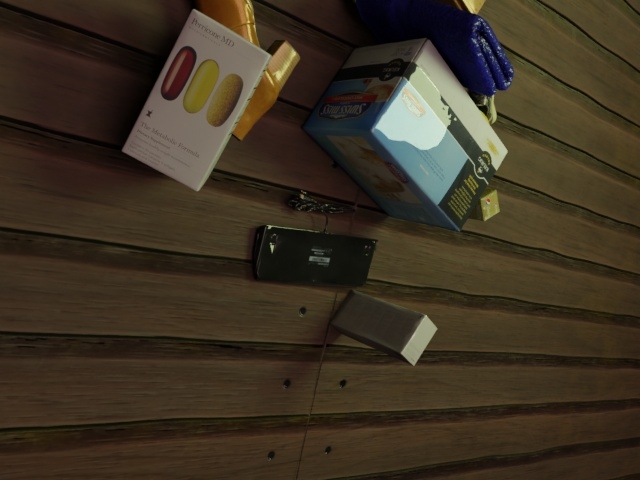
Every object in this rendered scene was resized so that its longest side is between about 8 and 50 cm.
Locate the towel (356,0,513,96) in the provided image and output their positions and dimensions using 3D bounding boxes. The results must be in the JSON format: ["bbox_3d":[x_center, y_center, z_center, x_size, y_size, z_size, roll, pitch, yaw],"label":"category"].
[{"bbox_3d":[0.221,-0.398,1.199,0.228,0.308,0.076,28,96,-51],"label":"towel"}]

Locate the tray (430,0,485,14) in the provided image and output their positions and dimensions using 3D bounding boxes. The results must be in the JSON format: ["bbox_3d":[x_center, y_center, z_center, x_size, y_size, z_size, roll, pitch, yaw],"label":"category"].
[{"bbox_3d":[0.141,-0.600,1.178,0.411,0.203,0.076,39,76,-36],"label":"tray"}]

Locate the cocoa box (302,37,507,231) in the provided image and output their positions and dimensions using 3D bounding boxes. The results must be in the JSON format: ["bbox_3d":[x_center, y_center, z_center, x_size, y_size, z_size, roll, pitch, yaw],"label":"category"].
[{"bbox_3d":[0.184,-0.214,1.272,0.347,0.231,0.228,41,76,-35],"label":"cocoa box"}]

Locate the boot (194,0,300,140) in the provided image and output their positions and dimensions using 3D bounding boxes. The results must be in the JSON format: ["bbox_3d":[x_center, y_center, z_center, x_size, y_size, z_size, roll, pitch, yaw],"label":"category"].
[{"bbox_3d":[-0.193,-0.332,1.050,0.295,0.104,0.211,40,85,-26],"label":"boot"}]

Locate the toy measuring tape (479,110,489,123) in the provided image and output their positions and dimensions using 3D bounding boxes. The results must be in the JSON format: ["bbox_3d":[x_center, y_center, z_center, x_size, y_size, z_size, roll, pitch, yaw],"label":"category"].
[{"bbox_3d":[0.311,-0.304,1.436,0.330,0.121,0.121,39,75,-26],"label":"toy measuring tape"}]

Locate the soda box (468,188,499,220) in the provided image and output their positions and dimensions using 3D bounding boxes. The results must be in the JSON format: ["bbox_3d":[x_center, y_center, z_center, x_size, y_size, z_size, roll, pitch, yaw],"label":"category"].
[{"bbox_3d":[0.339,-0.095,1.447,0.061,0.181,0.058,-28,115,-29],"label":"soda box"}]

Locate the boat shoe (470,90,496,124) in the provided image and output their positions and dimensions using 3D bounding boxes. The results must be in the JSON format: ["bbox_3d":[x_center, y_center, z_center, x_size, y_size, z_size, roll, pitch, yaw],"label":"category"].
[{"bbox_3d":[0.412,-0.358,1.528,0.049,0.056,0.152,-43,122,-28],"label":"boat shoe"}]

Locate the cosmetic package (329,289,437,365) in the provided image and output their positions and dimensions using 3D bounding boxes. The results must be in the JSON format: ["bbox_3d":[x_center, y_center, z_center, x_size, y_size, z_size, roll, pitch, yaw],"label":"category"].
[{"bbox_3d":[0.133,0.187,1.312,0.060,0.239,0.099,45,73,-34],"label":"cosmetic package"}]

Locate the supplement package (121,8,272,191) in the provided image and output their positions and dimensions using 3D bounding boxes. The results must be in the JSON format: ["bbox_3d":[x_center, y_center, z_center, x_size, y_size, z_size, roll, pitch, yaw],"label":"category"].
[{"bbox_3d":[-0.195,-0.227,0.973,0.139,0.134,0.244,28,103,-11],"label":"supplement package"}]

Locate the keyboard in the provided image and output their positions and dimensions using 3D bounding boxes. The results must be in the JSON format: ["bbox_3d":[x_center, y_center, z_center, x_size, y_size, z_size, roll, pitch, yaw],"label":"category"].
[{"bbox_3d":[0.000,0.000,1.306,0.317,0.033,0.201,7,101,-39],"label":"keyboard"}]
